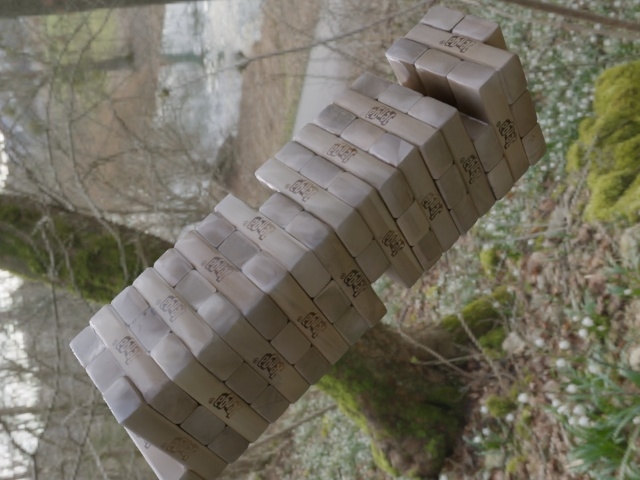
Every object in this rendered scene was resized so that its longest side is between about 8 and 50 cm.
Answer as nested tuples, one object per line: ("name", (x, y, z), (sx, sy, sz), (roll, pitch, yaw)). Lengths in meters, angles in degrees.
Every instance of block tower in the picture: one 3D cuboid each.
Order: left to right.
("block tower", (0.000, 0.000, 0.454), (0.091, 0.335, 0.097), (36, 168, 45))
